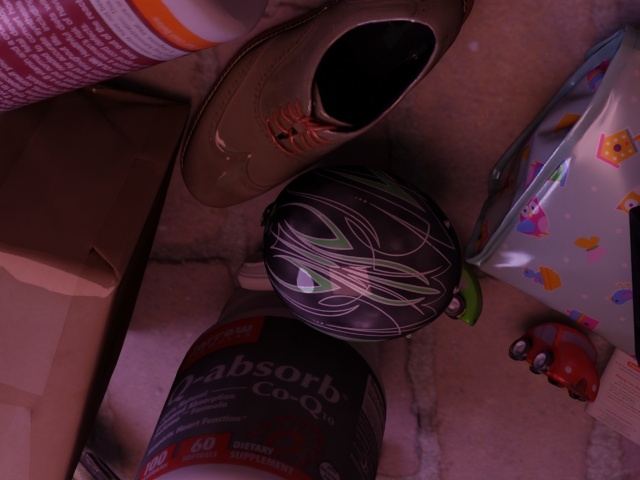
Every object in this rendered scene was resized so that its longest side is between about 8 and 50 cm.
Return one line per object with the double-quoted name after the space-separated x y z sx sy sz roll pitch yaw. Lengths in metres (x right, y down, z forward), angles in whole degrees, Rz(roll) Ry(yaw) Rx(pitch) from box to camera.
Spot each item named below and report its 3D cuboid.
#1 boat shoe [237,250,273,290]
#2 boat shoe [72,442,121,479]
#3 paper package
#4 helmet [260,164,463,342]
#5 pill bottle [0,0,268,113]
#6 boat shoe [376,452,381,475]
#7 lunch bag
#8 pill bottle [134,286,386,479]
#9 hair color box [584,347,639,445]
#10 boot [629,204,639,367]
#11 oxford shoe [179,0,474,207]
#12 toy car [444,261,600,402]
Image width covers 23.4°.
0.000 0.000 1.493 0.184 0.066 0.063 -13 109 22 "boat shoe"
-0.290 0.201 1.696 0.073 0.080 0.223 -32 98 -15 "boat shoe"
-0.261 0.046 1.436 0.168 0.309 0.325 17 126 -3 "paper package"
0.035 0.012 1.370 0.169 0.161 0.169 -6 110 -17 "helmet"
-0.258 -0.225 1.283 0.392 0.224 0.224 -14 119 23 "pill bottle"
-0.026 0.212 1.646 0.190 0.068 0.072 19 114 -12 "boat shoe"
0.285 -0.047 1.332 0.223 0.160 0.262 29 131 -5 "lunch bag"
-0.050 0.192 1.439 0.210 0.363 0.210 4 121 7 "pill bottle"
0.316 0.124 1.495 0.072 0.043 0.141 32 128 18 "hair color box"
0.477 0.075 1.242 0.445 0.146 0.367 -22 109 -14 "boot"
-0.016 -0.127 1.368 0.123 0.130 0.348 40 123 -14 "oxford shoe"
0.168 0.071 1.451 0.225 0.239 0.053 33 89 9 "toy car"
